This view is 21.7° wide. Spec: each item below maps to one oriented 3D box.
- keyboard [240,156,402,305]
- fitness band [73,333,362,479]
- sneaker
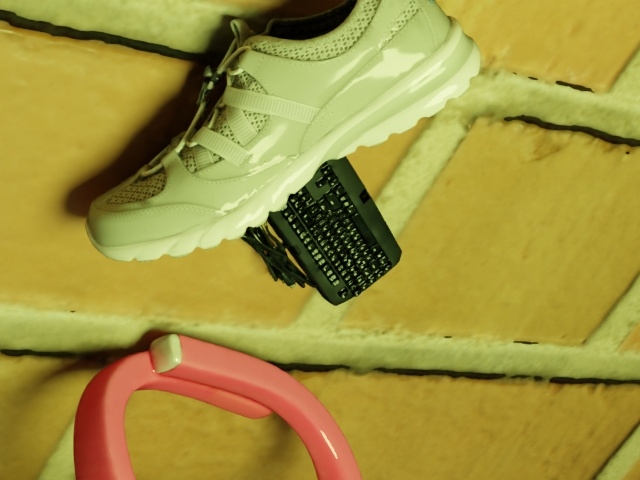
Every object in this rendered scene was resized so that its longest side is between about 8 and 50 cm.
[{"bbox_3d":[0.000,0.000,1.236,0.100,0.038,0.192,-34,142,1],"label":"keyboard"},{"bbox_3d":[-0.064,0.184,1.246,0.054,0.209,0.291,-28,148,30],"label":"fitness band"},{"bbox_3d":[-0.041,-0.089,1.087,0.281,0.105,0.115,-32,109,5],"label":"sneaker"}]
